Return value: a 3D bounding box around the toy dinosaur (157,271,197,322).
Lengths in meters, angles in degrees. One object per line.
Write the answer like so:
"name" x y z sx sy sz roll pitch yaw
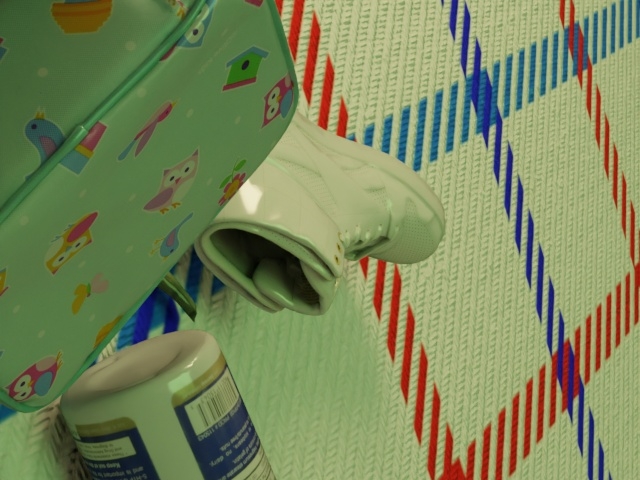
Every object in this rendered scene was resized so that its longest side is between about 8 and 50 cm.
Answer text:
"toy dinosaur" -0.158 -0.042 0.937 0.268 0.064 0.118 33 66 -51

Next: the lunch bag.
"lunch bag" -0.138 -0.041 0.785 0.279 0.108 0.224 -48 161 -10

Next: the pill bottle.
"pill bottle" -0.088 0.165 0.922 0.112 0.112 0.187 -41 114 -54

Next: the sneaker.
"sneaker" 0.000 0.000 1.100 0.292 0.108 0.169 26 44 -40
